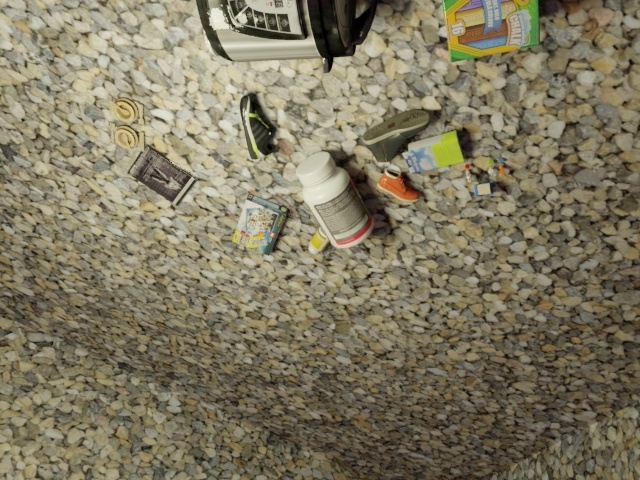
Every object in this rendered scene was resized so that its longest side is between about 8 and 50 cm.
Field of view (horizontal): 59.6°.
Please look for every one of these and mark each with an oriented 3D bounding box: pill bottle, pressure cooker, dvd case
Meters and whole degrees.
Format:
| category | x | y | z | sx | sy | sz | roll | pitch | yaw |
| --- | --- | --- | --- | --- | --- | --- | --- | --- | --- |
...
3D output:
| category | x | y | z | sx | sy | sz | roll | pitch | yaw |
| --- | --- | --- | --- | --- | --- | --- | --- | --- | --- |
| pill bottle | 0.000 | 0.000 | 2.130 | 0.065 | 0.065 | 0.116 | 27 | 130 | -11 |
| pill bottle | 0.045 | -0.140 | 1.924 | 0.176 | 0.176 | 0.319 | -16 | 125 | 24 |
| pressure cooker | -0.065 | -0.644 | 1.391 | 0.420 | 0.376 | 0.370 | 1 | 169 | 11 |
| dvd case | -0.589 | -0.241 | 2.082 | 0.221 | 0.018 | 0.164 | 35 | 127 | -17 |

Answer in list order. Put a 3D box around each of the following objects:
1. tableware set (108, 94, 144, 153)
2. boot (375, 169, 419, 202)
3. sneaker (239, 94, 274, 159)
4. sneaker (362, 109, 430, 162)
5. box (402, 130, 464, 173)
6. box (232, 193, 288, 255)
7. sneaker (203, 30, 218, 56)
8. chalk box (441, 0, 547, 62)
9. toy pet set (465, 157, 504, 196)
| category | x | y | z | sx | sy | sz | roll | pitch | yaw |
| --- | --- | --- | --- | --- | --- | --- | --- | --- | --- |
| tableware set | -0.681 | -0.398 | 1.940 | 0.128 | 0.039 | 0.194 | 16 | 129 | 3 |
| boot | 0.277 | -0.186 | 1.915 | 0.157 | 0.059 | 0.085 | 21 | 127 | -5 |
| sneaker | -0.206 | -0.378 | 1.857 | 0.097 | 0.084 | 0.235 | -14 | 131 | -8 |
| sneaker | 0.257 | -0.333 | 1.790 | 0.222 | 0.083 | 0.118 | -16 | 140 | 22 |
| box | 0.365 | -0.282 | 1.808 | 0.178 | 0.042 | 0.109 | -12 | 139 | 21 |
| box | -0.235 | -0.057 | 2.146 | 0.159 | 0.044 | 0.233 | 21 | 131 | -6 |
| sneaker | -0.307 | -0.628 | 1.657 | 0.076 | 0.065 | 0.167 | -1 | 132 | 8 |
| chalk box | 0.466 | -0.598 | 1.432 | 0.288 | 0.180 | 0.179 | -5 | 129 | 18 |
| toy pet set | 0.546 | -0.206 | 1.852 | 0.122 | 0.065 | 0.114 | -7 | 94 | 14 |
